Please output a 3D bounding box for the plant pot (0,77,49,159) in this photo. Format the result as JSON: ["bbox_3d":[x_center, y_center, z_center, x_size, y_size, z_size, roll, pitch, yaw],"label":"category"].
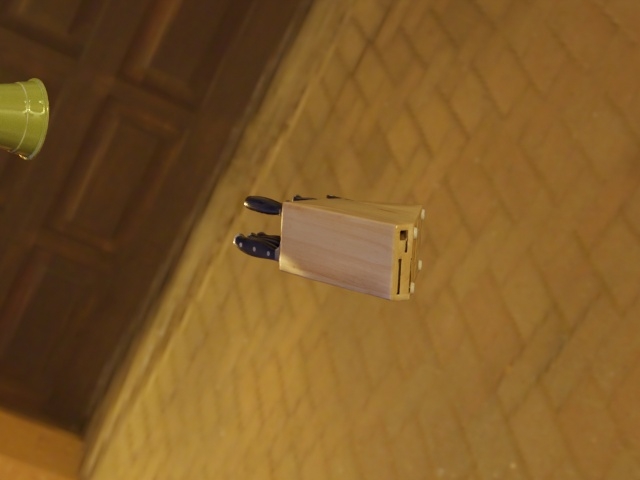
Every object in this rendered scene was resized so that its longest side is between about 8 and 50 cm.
[{"bbox_3d":[-0.324,-0.125,1.365,0.083,0.079,0.083,-9,79,54],"label":"plant pot"}]

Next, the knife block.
[{"bbox_3d":[0.000,0.000,1.642,0.276,0.242,0.088,-51,-37,-79],"label":"knife block"}]
